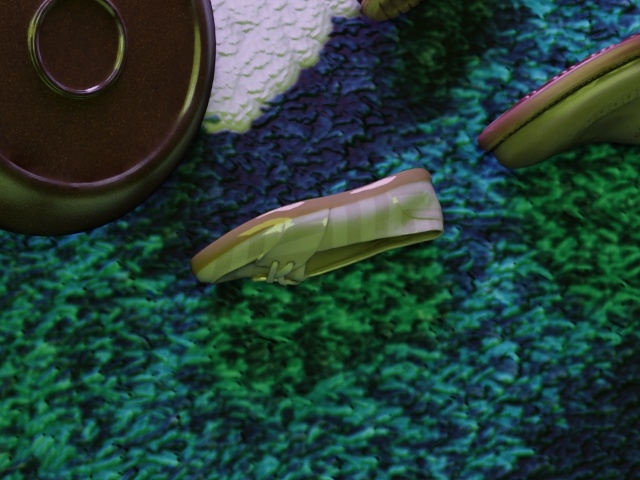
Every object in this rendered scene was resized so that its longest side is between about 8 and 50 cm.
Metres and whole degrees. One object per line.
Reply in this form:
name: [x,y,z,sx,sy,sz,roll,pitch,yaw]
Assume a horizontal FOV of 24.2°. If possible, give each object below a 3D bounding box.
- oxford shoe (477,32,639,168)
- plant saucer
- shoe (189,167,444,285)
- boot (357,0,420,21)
oxford shoe: [0.306,-0.116,1.265,0.348,0.123,0.130,-21,87,-6]
plant saucer: [-0.201,-0.156,1.183,0.311,0.050,0.310,-5,98,-39]
shoe: [0.000,0.000,1.243,0.219,0.076,0.058,-19,76,-9]
boot: [0.054,-0.332,1.320,0.207,0.090,0.248,36,80,15]
